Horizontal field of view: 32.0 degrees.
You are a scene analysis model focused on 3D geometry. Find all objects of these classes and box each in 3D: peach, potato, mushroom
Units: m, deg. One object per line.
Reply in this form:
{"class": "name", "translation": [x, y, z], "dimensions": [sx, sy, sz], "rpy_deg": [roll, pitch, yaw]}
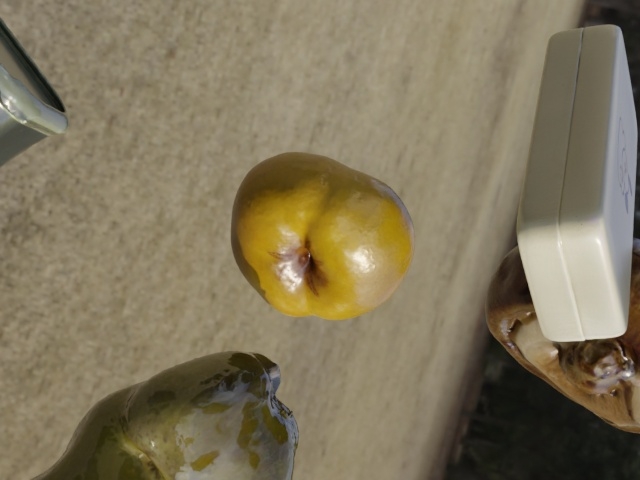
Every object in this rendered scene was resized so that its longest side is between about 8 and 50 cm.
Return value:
{"class": "peach", "translation": [0.000, 0.000, 1.040], "dimensions": [0.103, 0.179, 0.179], "rpy_deg": [-56, 159, -47]}
{"class": "potato", "translation": [-0.149, 0.245, 0.990], "dimensions": [0.351, 0.218, 0.202], "rpy_deg": [-49, -175, 6]}
{"class": "mushroom", "translation": [0.288, 0.093, 1.118], "dimensions": [0.153, 0.253, 0.253], "rpy_deg": [-48, 162, -16]}

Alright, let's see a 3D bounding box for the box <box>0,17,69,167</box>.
{"class": "box", "translation": [-0.350, -0.147, 0.871], "dimensions": [0.178, 0.274, 0.138], "rpy_deg": [-39, 171, 3]}

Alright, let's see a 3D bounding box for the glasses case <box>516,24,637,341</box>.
{"class": "glasses case", "translation": [0.233, -0.060, 0.987], "dimensions": [0.313, 0.070, 0.131], "rpy_deg": [-69, 146, -47]}
